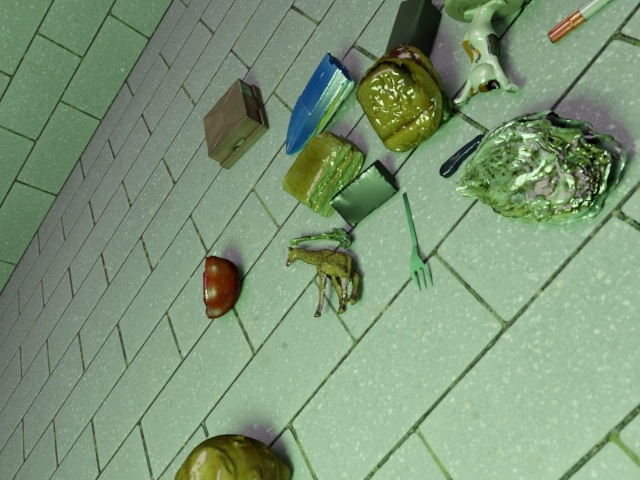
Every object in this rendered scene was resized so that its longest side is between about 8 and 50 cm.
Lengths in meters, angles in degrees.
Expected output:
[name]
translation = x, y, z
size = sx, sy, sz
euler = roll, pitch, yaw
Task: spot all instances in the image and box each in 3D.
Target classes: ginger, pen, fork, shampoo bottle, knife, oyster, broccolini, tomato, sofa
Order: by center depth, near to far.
[oyster]
translation = 0.365, -0.124, 0.928
size = 0.267, 0.112, 0.199
euler = 29, 115, 42
[pen]
translation = 0.517, -0.442, 0.965
size = 0.239, 0.028, 0.028
euler = -37, 48, 29
[knife]
translation = 0.287, -0.172, 1.087
size = 0.121, 0.018, 0.031
euler = -43, 38, 23
[fork]
translation = 0.186, -0.006, 1.112
size = 0.039, 0.021, 0.235
euler = -29, 52, 31
[ginger]
translation = -0.207, 0.517, 1.138
size = 0.269, 0.200, 0.223
euler = -3, 71, 46
[sofa]
translation = 0.101, -0.106, 1.228
size = 0.147, 0.085, 0.060
euler = -39, 6, 28
[shampoo bottle]
translation = 0.212, -0.468, 1.263
size = 0.079, 0.080, 0.246
euler = 9, 78, 47
[broccolini]
translation = 0.006, -0.002, 1.290
size = 0.194, 0.052, 0.054
euler = -8, 100, 46
[tomato]
translation = -0.269, 0.127, 1.482
size = 0.189, 0.099, 0.174
euler = 121, 146, -79

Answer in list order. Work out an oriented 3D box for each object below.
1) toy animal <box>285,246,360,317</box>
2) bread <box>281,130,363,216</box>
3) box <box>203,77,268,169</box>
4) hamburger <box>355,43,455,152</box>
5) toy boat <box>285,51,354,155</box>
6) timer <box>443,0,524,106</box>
[toy animal]
translation = 0.004, 0.069, 1.245
size = 0.149, 0.054, 0.275
euler = -53, 43, 16
[bread]
translation = 0.007, -0.171, 1.322
size = 0.196, 0.102, 0.138
euler = -55, 44, 10
[box]
translation = -0.277, -0.379, 1.736
size = 0.215, 0.086, 0.215
euler = -39, 48, 28
[hamburger]
translation = 0.167, -0.298, 1.151
size = 0.183, 0.130, 0.206
euler = -29, 90, 42
[toy boat]
translation = -0.017, -0.345, 1.454
size = 0.295, 0.088, 0.129
euler = -53, 41, 30
[timer]
translation = 0.328, -0.414, 1.087
size = 0.175, 0.175, 0.266
euler = -1, 87, 47
